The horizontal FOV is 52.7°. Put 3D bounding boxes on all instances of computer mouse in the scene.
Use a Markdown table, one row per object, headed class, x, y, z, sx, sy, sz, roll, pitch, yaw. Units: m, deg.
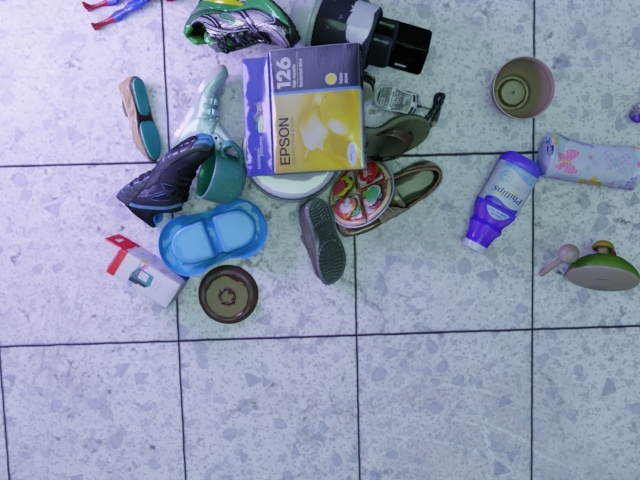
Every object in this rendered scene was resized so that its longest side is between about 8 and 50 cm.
| class | x | y | z | sx | sy | sz | roll | pitch | yaw |
| --- | --- | --- | --- | --- | --- | --- | --- | --- | --- |
| computer mouse | 0.234 | -0.373 | 1.747 | 0.193 | 0.042 | 0.106 | 15 | 100 | -8 |

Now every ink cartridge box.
| class | x | y | z | sx | sy | sz | roll | pitch | yaw |
| --- | --- | --- | --- | --- | --- | --- | --- | --- | --- |
| ink cartridge box | -0.477 | 0.078 | 1.726 | 0.231 | 0.134 | 0.078 | 32 | 95 | -3 |
| ink cartridge box | -0.046 | -0.313 | 1.569 | 0.308 | 0.072 | 0.303 | -3 | 91 | 10 |

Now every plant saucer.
| class | x | y | z | sx | sy | sz | roll | pitch | yaw |
| --- | --- | --- | --- | --- | --- | --- | --- | --- | --- |
| plant saucer | -0.257 | 0.152 | 1.792 | 0.169 | 0.029 | 0.168 | 0 | 96 | 0 |

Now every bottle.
| class | x | y | z | sx | sy | sz | roll | pitch | yaw |
| --- | --- | --- | --- | --- | --- | --- | --- | --- | --- |
| bottle | 0.482 | -0.099 | 1.752 | 0.118 | 0.092 | 0.282 | 29 | 94 | 0 |

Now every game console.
| class | x | y | z | sx | sy | sz | roll | pitch | yaw |
| --- | --- | --- | --- | --- | --- | --- | --- | --- | --- |
| game console | 0.229 | -0.522 | 1.745 | 0.122 | 0.071 | 0.107 | 15 | 125 | -2 |

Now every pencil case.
| class | x | y | z | sx | sy | sz | roll | pitch | yaw |
| --- | --- | --- | --- | --- | --- | --- | --- | --- | --- |
| pencil case | 0.724 | -0.212 | 1.738 | 0.273 | 0.113 | 0.124 | 10 | 76 | -2 |

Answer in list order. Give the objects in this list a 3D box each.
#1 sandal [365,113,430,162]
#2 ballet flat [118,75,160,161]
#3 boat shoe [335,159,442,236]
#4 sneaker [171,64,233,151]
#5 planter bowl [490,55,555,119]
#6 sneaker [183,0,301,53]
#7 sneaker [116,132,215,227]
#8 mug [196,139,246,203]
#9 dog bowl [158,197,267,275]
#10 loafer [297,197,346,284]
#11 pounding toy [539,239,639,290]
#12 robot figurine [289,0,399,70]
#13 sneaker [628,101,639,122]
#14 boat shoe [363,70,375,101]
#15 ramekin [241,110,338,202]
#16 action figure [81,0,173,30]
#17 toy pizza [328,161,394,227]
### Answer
| class | x | y | z | sx | sy | sz | roll | pitch | yaw |
| --- | --- | --- | --- | --- | --- | --- | --- | --- | --- |
| sandal | 0.171 | -0.246 | 1.674 | 0.303 | 0.086 | 0.120 | -20 | 138 | -32 |
| ballet flat | -0.486 | -0.319 | 1.728 | 0.073 | 0.080 | 0.232 | -9 | 94 | 28 |
| boat shoe | 0.183 | -0.116 | 1.731 | 0.324 | 0.116 | 0.123 | -34 | 95 | 2 |
| sneaker | -0.271 | -0.325 | 1.710 | 0.151 | 0.094 | 0.255 | 31 | 104 | 2 |
| planter bowl | 0.523 | -0.398 | 1.715 | 0.162 | 0.109 | 0.162 | 0 | 95 | -2 |
| sneaker | -0.196 | -0.516 | 1.609 | 0.344 | 0.134 | 0.146 | 18 | 71 | 34 |
| sneaker | -0.376 | -0.158 | 1.683 | 0.341 | 0.125 | 0.139 | -30 | 107 | 33 |
| mug | -0.243 | -0.164 | 1.656 | 0.097 | 0.158 | 0.129 | 15 | 62 | -28 |
| dog bowl | -0.288 | -0.012 | 1.753 | 0.297 | 0.074 | 0.165 | -19 | 96 | 0 |
| loafer | 0.000 | 0.000 | 1.764 | 0.094 | 0.087 | 0.251 | -20 | 108 | -25 |
| pounding toy | 0.743 | 0.051 | 1.754 | 0.237 | 0.183 | 0.110 | 14 | 70 | 1 |
| robot figurine | 0.056 | -0.534 | 1.655 | 0.278 | 0.209 | 0.173 | 17 | 115 | 5 |
| sneaker | 0.989 | -0.347 | 1.735 | 0.294 | 0.102 | 0.146 | -20 | 96 | 1 |
| boat shoe | 0.032 | -0.437 | 1.728 | 0.233 | 0.084 | 0.079 | 16 | 57 | 4 |
| ramekin | -0.076 | -0.235 | 1.705 | 0.277 | 0.135 | 0.277 | 0 | 96 | -1 |
| action figure | -0.475 | -0.634 | 1.659 | 0.281 | 0.139 | 0.091 | -22 | 97 | -2 |
| toy pizza | 0.101 | -0.130 | 1.708 | 0.201 | 0.032 | 0.201 | -15 | 61 | 30 |
